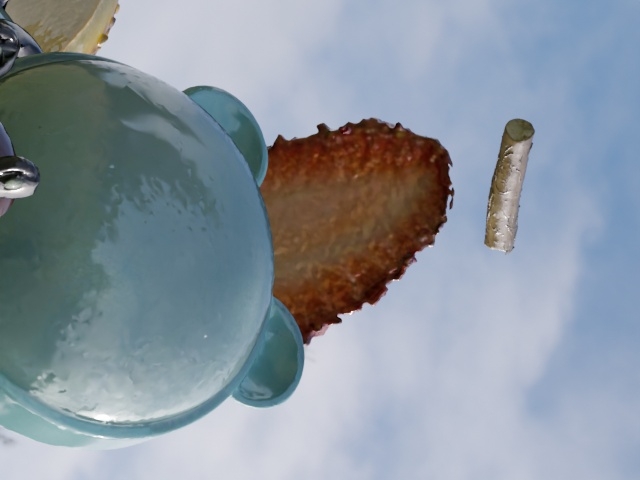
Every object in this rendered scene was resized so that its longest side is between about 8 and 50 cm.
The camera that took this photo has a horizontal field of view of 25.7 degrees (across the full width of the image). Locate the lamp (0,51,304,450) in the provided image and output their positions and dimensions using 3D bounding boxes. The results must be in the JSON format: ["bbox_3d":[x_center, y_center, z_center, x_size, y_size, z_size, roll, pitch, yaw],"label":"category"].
[{"bbox_3d":[-0.141,0.005,0.721,0.147,0.284,0.209,134,-52,-63],"label":"lamp"}]

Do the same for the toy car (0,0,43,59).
[{"bbox_3d":[-0.321,-0.152,0.973,0.190,0.255,0.188,-40,-135,7],"label":"toy car"}]

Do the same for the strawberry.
[{"bbox_3d":[-0.001,0.001,1.038,0.087,0.208,0.167,49,33,-84],"label":"strawberry"}]

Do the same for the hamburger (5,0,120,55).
[{"bbox_3d":[-0.318,-0.218,1.288,0.300,0.176,0.300,-16,-128,21],"label":"hamburger"}]

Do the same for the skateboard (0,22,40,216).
[{"bbox_3d":[-0.174,-0.032,0.469,0.080,0.151,0.067,-53,-138,47],"label":"skateboard"}]

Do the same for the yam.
[{"bbox_3d":[0.163,-0.045,1.226,0.145,0.032,0.032,93,-3,-46],"label":"yam"}]
